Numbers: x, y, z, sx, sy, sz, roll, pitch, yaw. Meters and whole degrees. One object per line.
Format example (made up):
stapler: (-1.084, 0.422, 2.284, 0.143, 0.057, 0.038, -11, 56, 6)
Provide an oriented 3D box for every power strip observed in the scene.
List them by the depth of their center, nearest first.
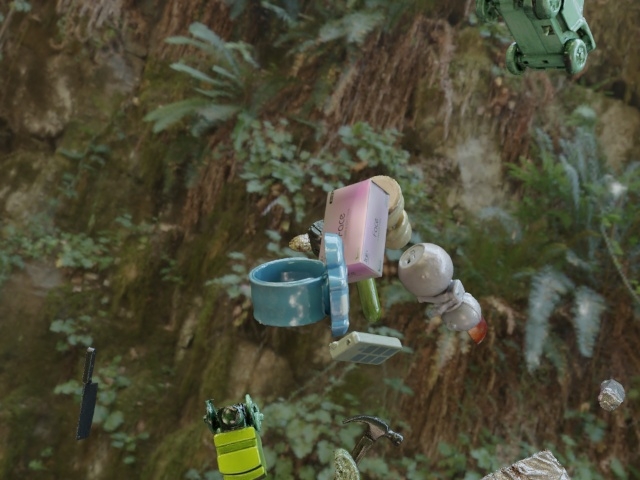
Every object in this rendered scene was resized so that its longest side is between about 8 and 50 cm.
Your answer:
power strip: (0.143, 0.339, 2.253, 0.118, 0.046, 0.270, -37, -33, 29)

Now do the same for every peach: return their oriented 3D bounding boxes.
peach: (0.438, 0.209, 2.175, 0.279, 0.068, 0.189, 47, 11, -53)

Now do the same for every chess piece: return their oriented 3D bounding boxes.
chess piece: (0.189, -0.060, 2.052, 0.143, 0.142, 0.261, 10, -23, 24)

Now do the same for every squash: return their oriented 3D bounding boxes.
squash: (0.165, 0.173, 2.549, 0.069, 0.238, 0.069, -14, -5, -1)

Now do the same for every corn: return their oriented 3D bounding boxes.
corn: (0.000, 0.000, 2.495, 0.237, 0.079, 0.079, -8, 3, -38)

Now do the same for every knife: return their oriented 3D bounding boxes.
knife: (-0.623, 0.410, 1.932, 0.019, 0.245, 0.072, 6, -4, 14)

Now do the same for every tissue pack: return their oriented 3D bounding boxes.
tissue pack: (0.089, -0.022, 1.840, 0.149, 0.246, 0.092, -15, -36, 37)

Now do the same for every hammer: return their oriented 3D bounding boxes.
hammer: (0.048, 0.680, 1.966, 0.168, 0.439, 0.044, 31, -6, 6)

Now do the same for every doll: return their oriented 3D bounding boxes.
doll: (0.326, 0.134, 1.894, 0.287, 0.151, 0.151, 48, -27, -21)

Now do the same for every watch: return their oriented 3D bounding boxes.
watch: (-0.041, 0.099, 1.394, 0.193, 0.210, 0.211, -4, -17, 5)

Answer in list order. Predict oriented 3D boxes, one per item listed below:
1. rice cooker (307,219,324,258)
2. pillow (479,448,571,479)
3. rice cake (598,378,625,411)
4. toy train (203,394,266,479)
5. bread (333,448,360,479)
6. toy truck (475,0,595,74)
rice cooker: (0.024, -0.002, 2.225, 0.165, 0.112, 0.106, 35, -36, 61)
pillow: (0.575, 0.680, 2.001, 0.248, 0.135, 0.049, -17, -37, -16)
rice cake: (0.681, 0.361, 1.681, 0.055, 0.049, 0.270, 51, 15, 17)
toy train: (-0.268, 0.667, 2.367, 0.179, 0.272, 0.442, -12, -20, -5)
bread: (0.069, 0.624, 1.772, 0.064, 0.172, 0.232, -7, -51, -1)
toy truck: (0.422, -0.442, 1.384, 0.155, 0.156, 0.279, 12, -22, 44)
